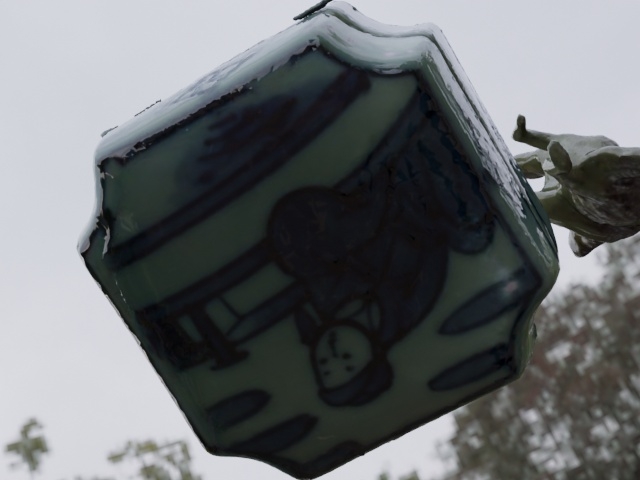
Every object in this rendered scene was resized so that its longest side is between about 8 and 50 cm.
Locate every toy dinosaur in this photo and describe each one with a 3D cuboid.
[{"bbox_3d":[0.216,-0.044,1.253,0.162,0.077,0.294,20,-6,-6],"label":"toy dinosaur"}]

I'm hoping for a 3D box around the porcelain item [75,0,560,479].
[{"bbox_3d":[0.000,0.000,1.061,0.281,0.157,0.285,-26,-78,16],"label":"porcelain item"}]
